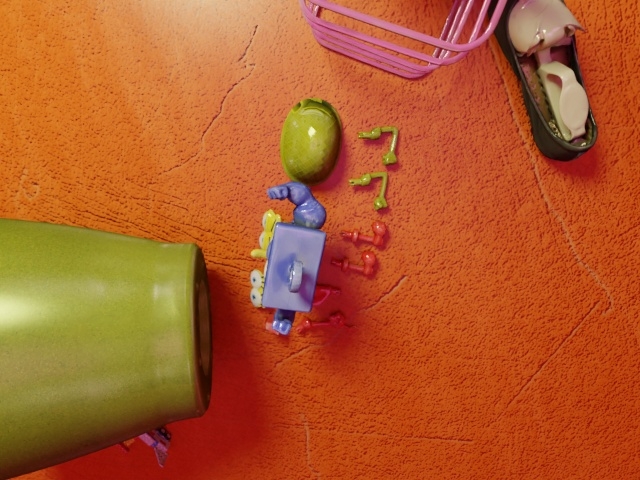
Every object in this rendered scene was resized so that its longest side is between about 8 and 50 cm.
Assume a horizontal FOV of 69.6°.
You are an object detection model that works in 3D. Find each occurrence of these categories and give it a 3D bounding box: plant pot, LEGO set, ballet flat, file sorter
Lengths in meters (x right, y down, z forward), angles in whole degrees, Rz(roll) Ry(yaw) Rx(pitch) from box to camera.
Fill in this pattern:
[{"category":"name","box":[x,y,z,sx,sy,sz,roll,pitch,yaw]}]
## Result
[{"category":"plant pot","box":[-0.331,0.129,0.618,0.352,0.366,0.367,-4,103,-9]},{"category":"LEGO set","box":[-0.347,0.284,0.780,0.244,0.060,0.183,2,107,2]},{"category":"ballet flat","box":[0.307,-0.240,0.610,0.095,0.096,0.281,-25,100,9]},{"category":"file sorter","box":[0.088,-0.299,0.509,0.201,0.291,0.183,18,106,-2]}]

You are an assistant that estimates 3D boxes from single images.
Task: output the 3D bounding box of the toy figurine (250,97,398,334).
[{"category":"toy figurine","box":[0.000,0.000,0.617,0.191,0.217,0.363,13,104,-1]}]
